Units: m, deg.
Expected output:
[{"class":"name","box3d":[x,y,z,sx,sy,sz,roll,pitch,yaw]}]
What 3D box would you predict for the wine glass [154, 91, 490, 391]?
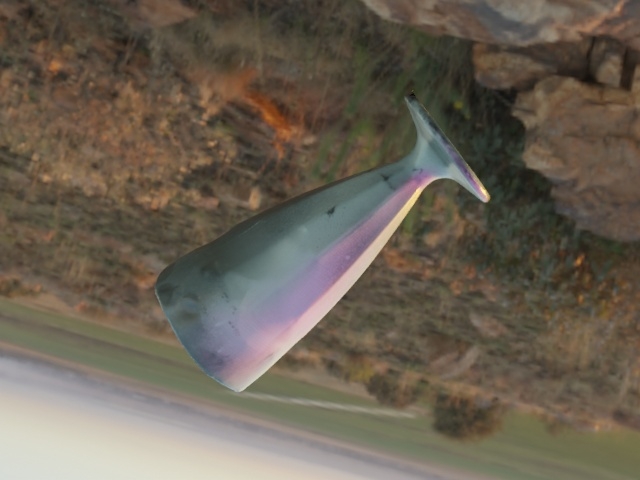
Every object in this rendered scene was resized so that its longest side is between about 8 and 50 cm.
[{"class":"wine glass","box3d":[0.000,0.000,0.427,0.155,0.073,0.073,-37,146,12]}]
